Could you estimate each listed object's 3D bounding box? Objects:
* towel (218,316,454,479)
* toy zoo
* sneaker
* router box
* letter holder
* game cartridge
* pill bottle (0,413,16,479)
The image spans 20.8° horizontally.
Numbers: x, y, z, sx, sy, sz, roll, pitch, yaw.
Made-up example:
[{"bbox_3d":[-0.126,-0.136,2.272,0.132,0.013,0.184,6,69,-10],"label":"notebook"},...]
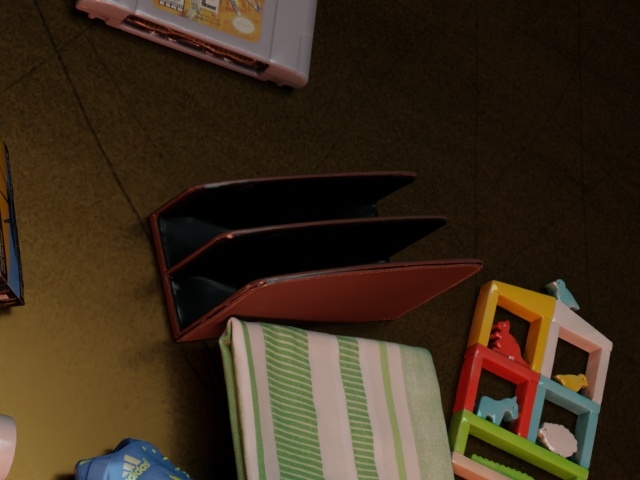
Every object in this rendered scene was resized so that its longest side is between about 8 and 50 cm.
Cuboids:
[{"bbox_3d":[0.029,0.214,1.920,0.325,0.038,0.248,12,59,-42],"label":"towel"},{"bbox_3d":[0.260,0.177,2.132,0.192,0.030,0.293,27,60,-20],"label":"toy zoo"},{"bbox_3d":[-0.152,0.262,1.815,0.240,0.091,0.126,4,63,-35],"label":"sneaker"},{"bbox_3d":[-0.343,-0.030,1.783,0.046,0.133,0.179,-9,75,-1],"label":"router box"},{"bbox_3d":[0.000,0.000,1.930,0.302,0.214,0.152,-4,74,-32],"label":"letter holder"},{"bbox_3d":[-0.137,-0.313,2.068,0.297,0.062,0.198,17,68,-25],"label":"game cartridge"},{"bbox_3d":[-0.388,0.191,1.696,0.169,0.094,0.094,14,65,-27],"label":"pill bottle"}]
